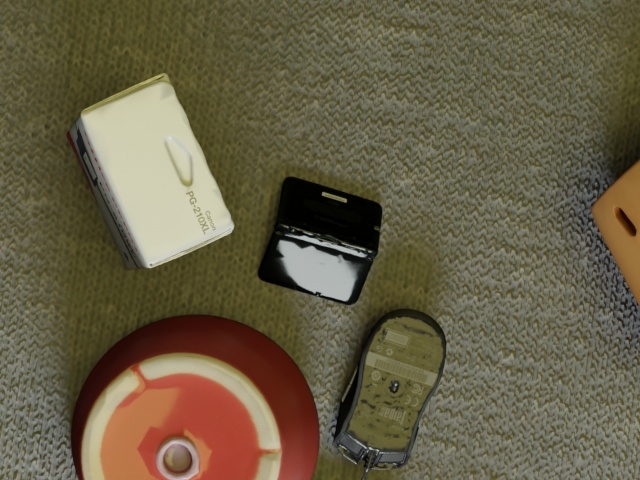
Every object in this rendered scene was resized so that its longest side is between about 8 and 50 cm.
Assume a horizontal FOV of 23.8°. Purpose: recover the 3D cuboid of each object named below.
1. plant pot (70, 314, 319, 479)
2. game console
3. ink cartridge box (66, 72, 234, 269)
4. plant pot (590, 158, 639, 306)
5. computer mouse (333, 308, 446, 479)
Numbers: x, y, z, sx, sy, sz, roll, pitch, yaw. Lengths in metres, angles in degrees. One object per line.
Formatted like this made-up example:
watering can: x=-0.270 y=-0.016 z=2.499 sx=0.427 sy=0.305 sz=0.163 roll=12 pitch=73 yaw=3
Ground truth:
plant pot: x=-0.136 y=0.210 z=1.565 sx=0.274 sy=0.243 sz=0.275 roll=0 pitch=88 yaw=-1
game console: x=0.000 y=0.000 z=1.742 sx=0.122 sy=0.071 sz=0.107 roll=16 pitch=55 yaw=-12
ink cartridge box: x=-0.183 y=-0.065 z=1.586 sx=0.100 sy=0.237 sz=0.172 roll=-25 pitch=94 yaw=-12
plant pot: x=0.446 y=-0.023 z=1.723 sx=0.291 sy=0.291 sz=0.203 roll=-38 pitch=80 yaw=-11
computer mouse: x=0.032 y=0.195 z=1.725 sx=0.184 sy=0.060 sz=0.262 roll=13 pitch=90 yaw=-7
